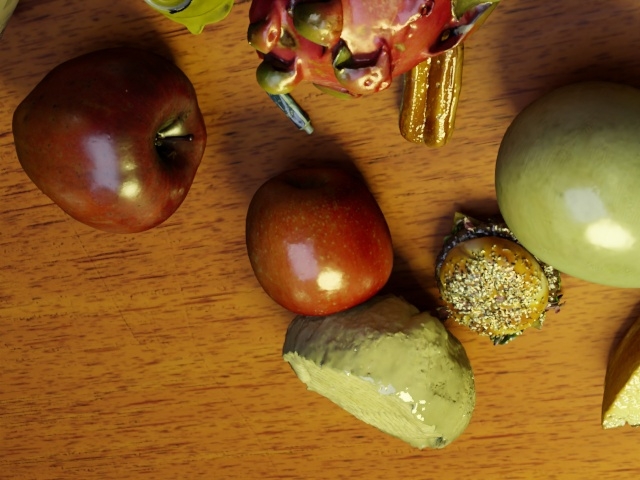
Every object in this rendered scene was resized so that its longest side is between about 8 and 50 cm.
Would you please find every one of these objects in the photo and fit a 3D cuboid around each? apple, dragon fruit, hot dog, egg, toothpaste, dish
[{"bbox_3d":[0.000,0.000,2.027,0.181,0.181,0.168,1,111,21],"label":"apple"},{"bbox_3d":[-0.252,-0.129,2.011,0.234,0.234,0.234,11,127,15],"label":"apple"},{"bbox_3d":[0.060,-0.277,1.762,0.243,0.227,0.307,20,129,-29],"label":"dragon fruit"},{"bbox_3d":[0.129,-0.178,1.928,0.071,0.045,0.165,12,128,11],"label":"hot dog"},{"bbox_3d":[0.336,-0.054,1.825,0.295,0.218,0.218,24,130,-6],"label":"egg"},{"bbox_3d":[-0.038,-0.163,2.025,0.083,0.019,0.027,47,145,-9],"label":"toothpaste"},{"bbox_3d":[-0.171,-0.320,1.926,0.149,0.080,0.208,4,124,20],"label":"dish"}]

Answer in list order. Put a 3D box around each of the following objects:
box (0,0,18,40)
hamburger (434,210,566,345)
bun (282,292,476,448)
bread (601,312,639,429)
[{"bbox_3d":[-0.404,-0.321,1.910,0.106,0.203,0.252,32,118,-3],"label":"box"},{"bbox_3d":[0.216,0.055,2.032,0.164,0.093,0.189,6,128,17],"label":"hamburger"},{"bbox_3d":[0.090,0.151,2.088,0.259,0.152,0.259,26,162,9],"label":"bun"},{"bbox_3d":[0.445,0.143,1.983,0.260,0.129,0.134,-10,113,27],"label":"bread"}]
